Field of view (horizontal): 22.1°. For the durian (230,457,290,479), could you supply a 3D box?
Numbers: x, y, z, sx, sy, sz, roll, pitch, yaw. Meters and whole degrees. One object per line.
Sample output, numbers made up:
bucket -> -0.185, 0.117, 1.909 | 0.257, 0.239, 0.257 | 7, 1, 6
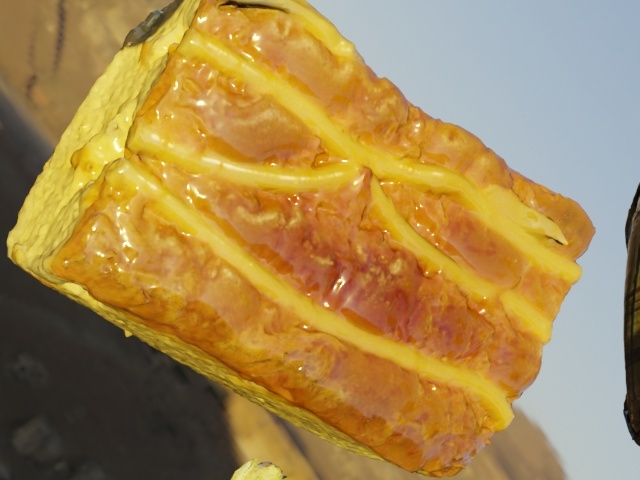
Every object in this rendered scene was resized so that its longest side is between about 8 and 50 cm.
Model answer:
durian -> -0.078, 0.266, 0.909 | 0.166, 0.306, 0.172 | 37, -39, -4

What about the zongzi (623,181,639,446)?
zongzi -> 0.331, 0.028, 1.317 | 0.289, 0.123, 0.260 | 117, -19, -68

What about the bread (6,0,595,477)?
bread -> 0.000, 0.000, 0.857 | 0.275, 0.184, 0.114 | 33, -9, -30
